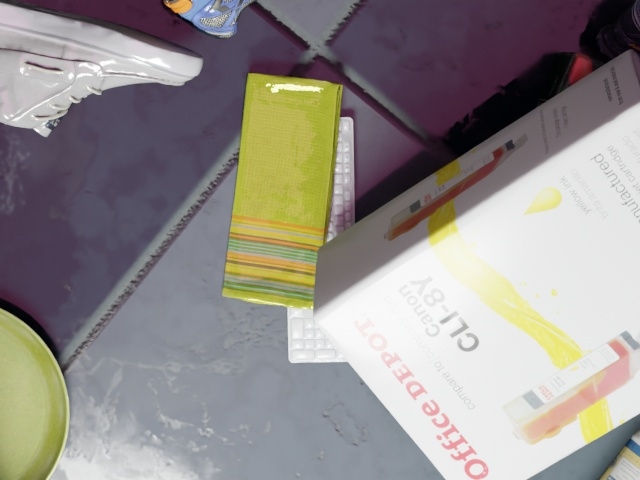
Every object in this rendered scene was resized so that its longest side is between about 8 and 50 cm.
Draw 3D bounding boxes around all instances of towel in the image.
[{"bbox_3d":[-0.039,-0.050,1.957,0.102,0.021,0.237,7,95,2],"label":"towel"}]

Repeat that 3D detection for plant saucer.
[{"bbox_3d":[-0.377,0.175,1.944,0.241,0.037,0.241,-1,96,-5],"label":"plant saucer"}]

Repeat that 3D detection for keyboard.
[{"bbox_3d":[0.000,0.000,1.977,0.072,0.014,0.256,-2,95,-6],"label":"keyboard"}]

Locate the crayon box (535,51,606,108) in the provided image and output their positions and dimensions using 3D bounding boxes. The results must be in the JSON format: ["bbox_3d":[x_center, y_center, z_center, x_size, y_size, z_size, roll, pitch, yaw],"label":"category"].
[{"bbox_3d":[0.359,-0.044,1.977,0.318,0.081,0.202,22,93,-8],"label":"crayon box"}]

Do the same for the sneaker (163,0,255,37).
[{"bbox_3d":[-0.062,-0.295,1.918,0.221,0.083,0.087,-45,126,-5],"label":"sneaker"}]

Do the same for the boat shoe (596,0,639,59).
[{"bbox_3d":[0.376,-0.211,1.975,0.183,0.083,0.065,9,66,-32],"label":"boat shoe"}]

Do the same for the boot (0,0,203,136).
[{"bbox_3d":[-0.254,-0.163,1.906,0.258,0.095,0.123,14,100,1],"label":"boot"}]

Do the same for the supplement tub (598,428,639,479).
[{"bbox_3d":[0.334,0.310,1.975,0.144,0.144,0.200,37,91,-8],"label":"supplement tub"}]

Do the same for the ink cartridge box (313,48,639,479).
[{"bbox_3d":[0.223,0.045,1.857,0.384,0.160,0.279,-33,109,17],"label":"ink cartridge box"}]
